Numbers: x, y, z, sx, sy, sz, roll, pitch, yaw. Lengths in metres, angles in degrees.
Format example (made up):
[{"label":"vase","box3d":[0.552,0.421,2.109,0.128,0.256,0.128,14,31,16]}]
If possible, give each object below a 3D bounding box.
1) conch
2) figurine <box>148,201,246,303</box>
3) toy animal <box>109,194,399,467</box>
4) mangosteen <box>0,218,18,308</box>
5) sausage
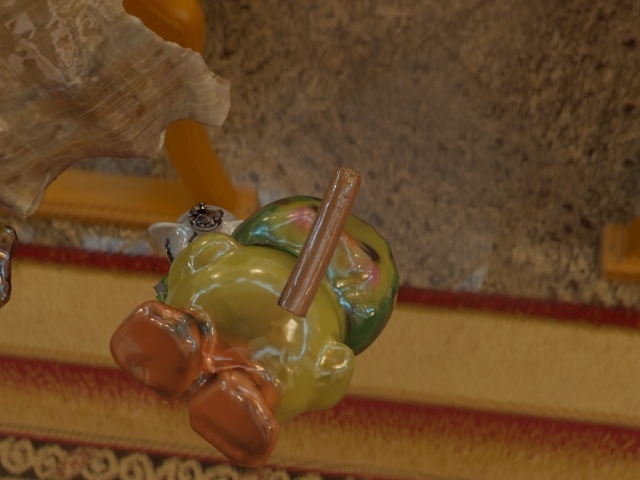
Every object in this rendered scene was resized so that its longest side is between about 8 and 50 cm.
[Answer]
[{"label":"conch","box3d":[-0.185,-0.101,0.694,0.263,0.324,0.186,13,78,21]},{"label":"figurine","box3d":[-0.138,0.018,1.743,0.147,0.192,0.126,-10,59,-4]},{"label":"toy animal","box3d":[-0.056,0.085,1.414,0.216,0.191,0.338,41,41,4]},{"label":"mangosteen","box3d":[-0.279,0.083,0.472,0.297,0.297,0.313,12,82,6]},{"label":"sausage","box3d":[0.000,0.000,1.036,0.026,0.026,0.116,24,94,12]}]
